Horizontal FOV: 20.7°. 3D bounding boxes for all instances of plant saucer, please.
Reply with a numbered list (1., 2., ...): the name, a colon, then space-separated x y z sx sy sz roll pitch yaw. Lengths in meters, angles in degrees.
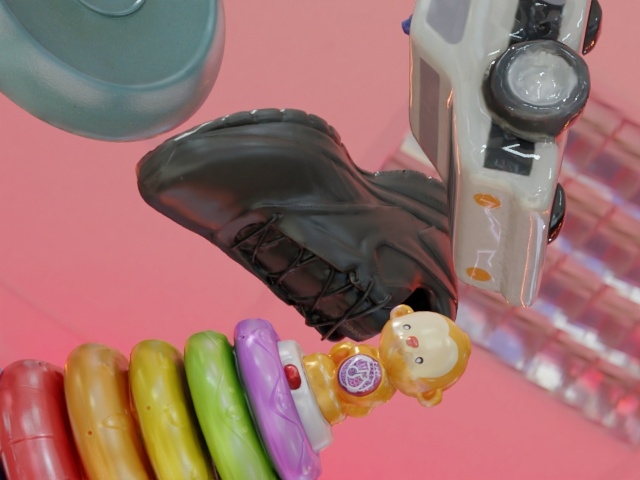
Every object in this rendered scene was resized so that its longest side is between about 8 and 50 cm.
1. plant saucer: -0.210 -0.243 1.605 0.317 0.318 0.043 43 -42 -15

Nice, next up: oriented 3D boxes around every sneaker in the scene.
1. sneaker: 0.000 0.000 1.186 0.286 0.130 0.109 17 -36 -38

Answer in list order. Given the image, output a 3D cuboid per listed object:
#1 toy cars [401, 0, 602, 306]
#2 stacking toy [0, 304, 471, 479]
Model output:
1. toy cars: 0.077 -0.177 0.638 0.087 0.176 0.394 11 -78 8
2. stacking toy: -0.055 0.110 1.019 0.301 0.175 0.166 -20 -32 3
